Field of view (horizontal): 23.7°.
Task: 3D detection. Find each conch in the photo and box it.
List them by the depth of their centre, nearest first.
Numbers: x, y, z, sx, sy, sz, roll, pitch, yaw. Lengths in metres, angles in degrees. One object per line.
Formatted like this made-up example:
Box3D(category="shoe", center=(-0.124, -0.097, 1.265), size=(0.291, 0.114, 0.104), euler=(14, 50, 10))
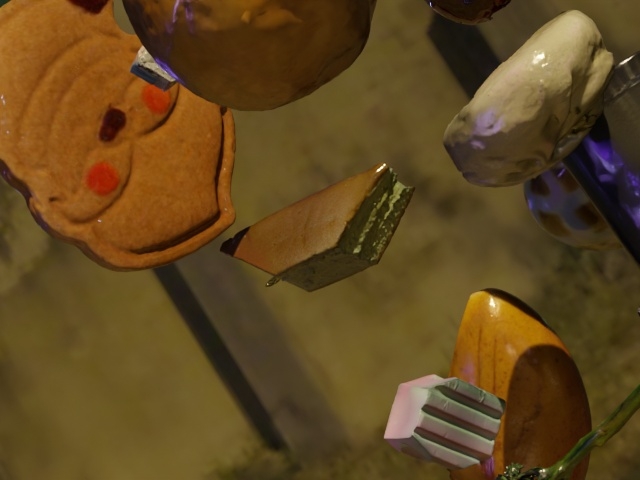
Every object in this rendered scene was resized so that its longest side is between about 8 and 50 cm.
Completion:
Box3D(category="conch", center=(0.398, -0.096, 2.057), size=(0.249, 0.197, 0.368), euler=(-38, -12, 23))

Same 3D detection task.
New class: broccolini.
Box3D(category="broccolini", center=(0.256, 0.199, 1.477), size=(0.254, 0.071, 0.057), euler=(-48, 16, 20))

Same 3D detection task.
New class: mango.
Box3D(category="mango", center=(0.252, 0.221, 2.018), size=(0.199, 0.350, 0.201), euler=(-9, 20, -6))

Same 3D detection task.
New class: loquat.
Box3D(category="loquat", center=(-0.060, -0.211, 1.134), size=(0.193, 0.238, 0.238), euler=(-33, -6, -2))

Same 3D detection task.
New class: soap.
Box3D(category="soap", center=(0.140, 0.207, 1.742), size=(0.056, 0.100, 0.149), euler=(4, -16, 45))

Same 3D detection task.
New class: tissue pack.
Box3D(category="tissue pack", center=(-0.184, -0.221, 1.820), size=(0.074, 0.058, 0.094), euler=(-57, 8, -8))

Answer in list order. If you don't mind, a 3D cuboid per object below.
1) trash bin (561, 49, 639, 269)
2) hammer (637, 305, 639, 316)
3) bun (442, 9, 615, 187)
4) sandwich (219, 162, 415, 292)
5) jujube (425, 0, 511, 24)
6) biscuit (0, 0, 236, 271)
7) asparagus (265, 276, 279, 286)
Box3D(category="trash bin", center=(0.423, -0.059, 1.739), size=(0.203, 0.301, 0.252), euler=(-40, -14, 28))
Box3D(category="hammer", center=(0.400, 0.147, 1.634), size=(0.017, 0.182, 0.062), euler=(-33, 11, -10))
Box3D(category="bun", center=(0.228, -0.139, 1.605), size=(0.210, 0.116, 0.237), euler=(-46, -6, 14))
Box3D(category="sandwich", center=(0.000, 0.000, 1.922), size=(0.258, 0.096, 0.094), euler=(-26, -33, 26))
Box3D(category="jujube", center=(0.221, -0.404, 1.769), size=(0.342, 0.216, 0.216), euler=(-61, 7, -24))
Box3D(category="biscuit", center=(-0.306, -0.156, 2.182), size=(0.350, 0.455, 0.078), euler=(-57, 17, -24))
Box3D(category="asparagus", center=(-0.026, 0.020, 2.308), size=(0.163, 0.016, 0.016), euler=(-45, -10, -20))
